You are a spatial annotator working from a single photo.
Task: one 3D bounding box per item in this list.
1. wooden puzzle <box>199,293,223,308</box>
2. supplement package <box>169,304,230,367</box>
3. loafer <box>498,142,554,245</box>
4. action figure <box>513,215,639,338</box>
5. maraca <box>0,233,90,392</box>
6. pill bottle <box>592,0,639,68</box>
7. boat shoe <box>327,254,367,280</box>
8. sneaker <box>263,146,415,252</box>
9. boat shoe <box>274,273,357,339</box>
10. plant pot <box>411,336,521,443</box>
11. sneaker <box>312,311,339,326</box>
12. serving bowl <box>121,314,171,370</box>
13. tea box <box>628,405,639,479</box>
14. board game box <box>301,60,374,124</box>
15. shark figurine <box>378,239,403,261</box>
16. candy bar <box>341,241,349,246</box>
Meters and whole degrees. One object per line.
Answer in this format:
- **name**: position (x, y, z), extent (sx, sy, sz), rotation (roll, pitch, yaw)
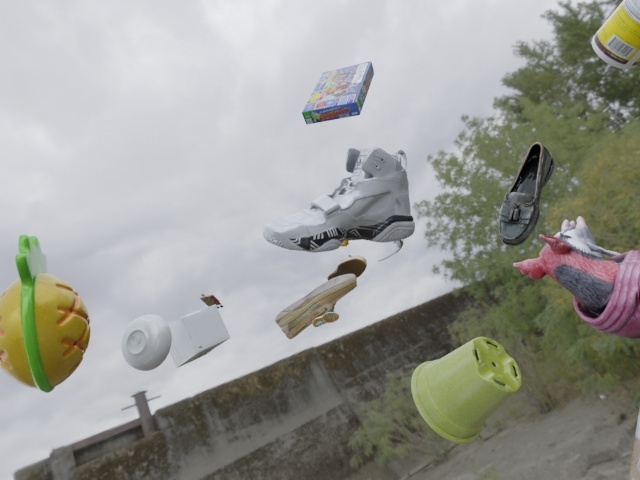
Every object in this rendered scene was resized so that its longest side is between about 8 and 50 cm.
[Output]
- **wooden puzzle**: position (-0.343, 0.189, 1.318), extent (0.049, 0.006, 0.083), rotation (-12, -46, 21)
- **supplement package**: position (-0.344, 0.266, 1.164), extent (0.105, 0.105, 0.179), rotation (-18, -14, -42)
- **loafer**: position (0.503, -0.119, 1.053), extent (0.084, 0.096, 0.268), rotation (38, -108, -45)
- **action figure**: position (0.389, 0.078, 0.439), extent (0.369, 0.276, 0.248), rotation (10, -15, 7)
- **maraca**: position (-0.332, 0.086, 0.500), extent (0.099, 0.186, 0.127), rotation (-8, 2, -26)
- **pill bottle**: position (0.685, -0.475, 0.868), extent (0.117, 0.117, 0.215), rotation (-20, -22, -23)
- **boat shoe**: position (0.126, 0.124, 1.947), extent (0.285, 0.104, 0.089), rotation (-36, 15, 53)
- **sneaker**: position (0.047, -0.097, 0.931), extent (0.365, 0.137, 0.211), rotation (-6, -77, -23)
- **boat shoe**: position (-0.001, 0.239, 1.543), extent (0.340, 0.110, 0.122), rotation (-32, 7, 11)
- **plant pot**: position (0.471, 0.445, 1.322), extent (0.275, 0.276, 0.254), rotation (-9, -37, -40)
- **sneaker**: position (0.016, 0.224, 1.220), extent (0.083, 0.032, 0.037), rotation (-19, -3, 13)
- **serving bowl**: position (-0.265, 0.151, 0.628), extent (0.083, 0.083, 0.027), rotation (-35, -23, 7)
- **tea box**: position (0.907, 0.536, 0.893), extent (0.329, 0.323, 0.220), rotation (21, -100, -71)
- **board game box**: position (0.047, -0.360, 1.023), extent (0.136, 0.201, 0.035), rotation (-3, -45, 25)
- **shark figurine**: position (0.221, -0.052, 1.396), extent (0.116, 0.279, 0.166), rotation (-19, -26, 26)
- **candy bar**: position (0.000, 0.000, 1.115), extent (0.161, 0.040, 0.018), rotation (-1, -24, 19)
